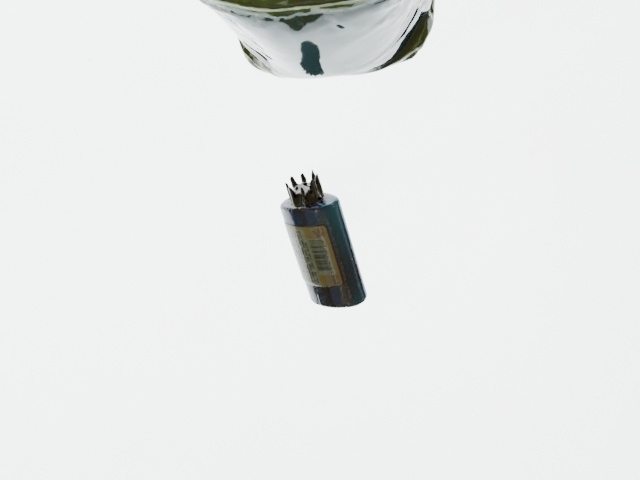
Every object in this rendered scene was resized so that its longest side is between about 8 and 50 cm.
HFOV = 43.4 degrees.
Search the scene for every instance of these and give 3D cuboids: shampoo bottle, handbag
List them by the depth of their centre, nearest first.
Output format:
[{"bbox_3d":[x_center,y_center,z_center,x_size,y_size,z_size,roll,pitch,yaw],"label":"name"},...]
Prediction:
[{"bbox_3d":[-0.009,-0.268,0.627,0.222,0.241,0.263,1,-93,10],"label":"handbag"},{"bbox_3d":[0.000,0.000,1.035,0.050,0.087,0.183,-44,-54,-44],"label":"shampoo bottle"}]
